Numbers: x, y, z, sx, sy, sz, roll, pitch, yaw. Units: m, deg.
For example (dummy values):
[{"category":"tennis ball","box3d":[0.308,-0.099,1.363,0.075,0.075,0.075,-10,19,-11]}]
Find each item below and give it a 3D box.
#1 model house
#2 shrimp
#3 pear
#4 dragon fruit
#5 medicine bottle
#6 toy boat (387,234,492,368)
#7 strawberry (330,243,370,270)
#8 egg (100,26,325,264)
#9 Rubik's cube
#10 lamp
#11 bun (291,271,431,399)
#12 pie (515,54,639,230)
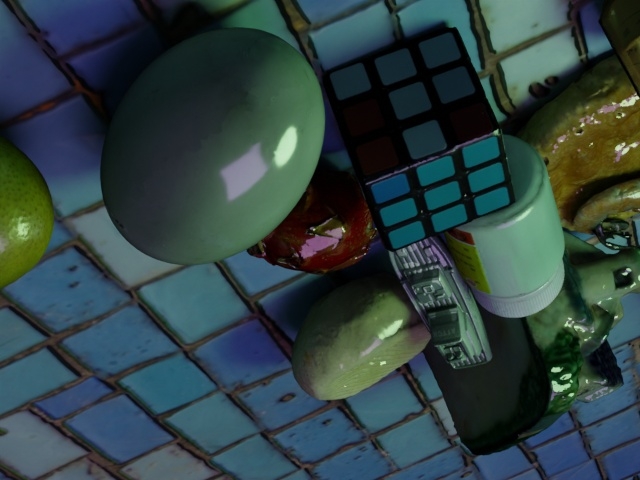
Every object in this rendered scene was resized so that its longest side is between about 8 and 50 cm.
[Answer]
[{"category":"model house","box3d":[0.327,0.124,1.993,0.284,0.243,0.298,-18,163,-25]},{"category":"shrimp","box3d":[0.430,-0.039,1.857,0.219,0.046,0.152,-9,154,-11]},{"category":"pear","box3d":[-0.355,-0.046,1.416,0.180,0.166,0.216,-3,123,-7]},{"category":"dragon fruit","box3d":[0.021,-0.036,1.707,0.246,0.125,0.125,-19,136,-37]},{"category":"medicine bottle","box3d":[0.219,-0.014,1.733,0.139,0.139,0.225,-24,143,3]},{"category":"toy boat","box3d":[0.147,0.065,1.823,0.078,0.085,0.261,-14,124,24]},{"category":"strawberry","box3d":[0.001,0.003,1.797,0.152,0.048,0.104,-13,144,-21]},{"category":"egg","box3d":[-0.110,-0.091,1.438,0.203,0.203,0.282,9,140,-40]},{"category":"Rubik's cube","box3d":[0.109,-0.111,1.586,0.162,0.163,0.160,-20,148,3]},{"category":"lamp","box3d":[0.411,-0.243,1.580,0.185,0.161,0.161,-28,148,14]},{"category":"bun","box3d":[0.052,0.116,1.937,0.222,0.127,0.222,-32,161,-12]},{"category":"pie","box3d":[0.388,-0.124,1.820,0.339,0.083,0.339,-15,150,-9]}]
